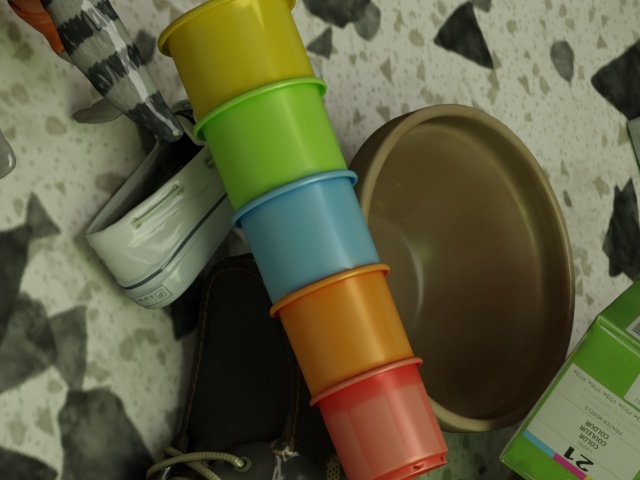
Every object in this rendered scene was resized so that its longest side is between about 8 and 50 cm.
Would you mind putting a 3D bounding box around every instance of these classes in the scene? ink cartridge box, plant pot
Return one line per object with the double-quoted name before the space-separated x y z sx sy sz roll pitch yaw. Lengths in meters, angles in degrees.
"ink cartridge box" 0.192 0.164 1.232 0.097 0.255 0.189 37 20 13
"plant pot" 0.074 0.025 1.232 0.237 0.110 0.237 9 76 -43

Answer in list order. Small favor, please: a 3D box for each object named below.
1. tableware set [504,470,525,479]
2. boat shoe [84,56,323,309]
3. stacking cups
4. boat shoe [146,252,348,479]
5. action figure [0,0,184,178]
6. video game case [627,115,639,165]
"tableware set" 0.186 0.197 1.360 0.194 0.039 0.128 -45 125 -34
"boat shoe" -0.074 -0.060 1.120 0.076 0.083 0.226 49 53 -28
"stacking cups" 0.000 0.000 1.045 0.096 0.096 0.316 -15 78 -45
"boat shoe" -0.046 0.180 1.068 0.130 0.132 0.355 5 78 -44
"action figure" -0.170 -0.219 0.993 0.341 0.179 0.330 -33 115 -49
"video game case" 0.385 -0.050 1.612 0.212 0.023 0.193 -24 99 -44
